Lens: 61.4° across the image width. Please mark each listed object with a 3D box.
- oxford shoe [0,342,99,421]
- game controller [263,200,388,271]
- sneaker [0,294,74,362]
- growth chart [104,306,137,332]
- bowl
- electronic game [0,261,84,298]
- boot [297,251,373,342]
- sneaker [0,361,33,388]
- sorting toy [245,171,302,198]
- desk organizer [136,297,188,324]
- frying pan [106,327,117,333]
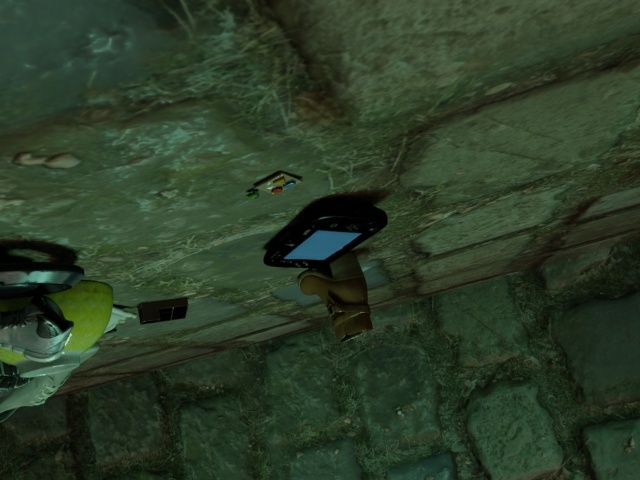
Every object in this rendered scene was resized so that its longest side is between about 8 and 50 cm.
[{"bbox_3d":[-0.902,0.456,1.751,0.449,0.130,0.169,-29,171,6],"label":"oxford shoe"},{"bbox_3d":[0.000,0.000,1.121,0.166,0.067,0.319,-6,163,-29],"label":"game controller"},{"bbox_3d":[-0.551,0.132,0.954,0.228,0.086,0.132,23,121,-35],"label":"sneaker"},{"bbox_3d":[-0.608,0.227,1.369,0.237,0.021,0.172,-27,158,-2],"label":"growth chart"},{"bbox_3d":[-0.580,0.200,1.144,0.289,0.156,0.289,-14,166,-4],"label":"bowl"},{"bbox_3d":[-0.520,0.065,0.903,0.229,0.048,0.229,-7,171,-1],"label":"electronic game"},{"bbox_3d":[0.042,0.176,1.512,0.109,0.220,0.283,-2,162,-39],"label":"boot"},{"bbox_3d":[-0.944,0.345,1.465,0.147,0.130,0.330,-8,170,41],"label":"sneaker"},{"bbox_3d":[-0.076,-0.081,0.849,0.083,0.012,0.062,-23,163,29],"label":"sorting toy"},{"bbox_3d":[-0.425,0.192,1.466,0.130,0.050,0.047,-4,163,-34],"label":"desk organizer"},{"bbox_3d":[-0.710,0.265,1.491,0.197,0.053,0.326,-13,162,-6],"label":"frying pan"}]
